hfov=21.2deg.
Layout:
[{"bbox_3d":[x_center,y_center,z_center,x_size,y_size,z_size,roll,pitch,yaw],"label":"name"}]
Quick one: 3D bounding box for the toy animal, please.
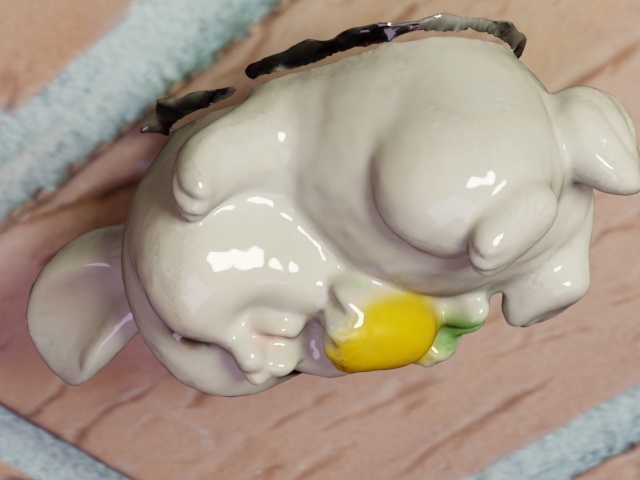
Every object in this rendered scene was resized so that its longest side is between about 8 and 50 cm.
[{"bbox_3d":[-0.003,-0.002,0.863,0.208,0.154,0.325,5,161,-34],"label":"toy animal"}]
